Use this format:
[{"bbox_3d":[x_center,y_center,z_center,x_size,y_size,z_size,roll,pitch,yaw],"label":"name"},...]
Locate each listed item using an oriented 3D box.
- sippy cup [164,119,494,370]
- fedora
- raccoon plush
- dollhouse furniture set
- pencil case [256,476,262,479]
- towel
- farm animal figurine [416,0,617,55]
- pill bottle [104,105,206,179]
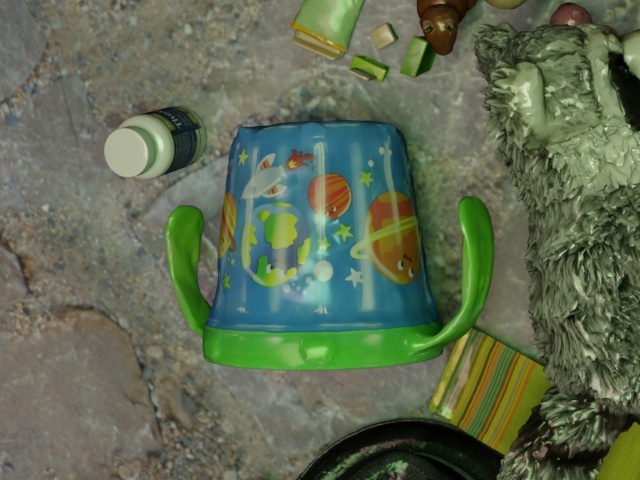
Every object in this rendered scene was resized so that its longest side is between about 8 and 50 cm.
[{"bbox_3d":[0.000,0.000,1.193,0.305,0.240,0.224,-2,91,-4],"label":"sippy cup"},{"bbox_3d":[0.060,0.320,1.192,0.334,0.152,0.334,-7,67,15],"label":"fedora"},{"bbox_3d":[0.185,0.036,1.025,0.299,0.216,0.446,28,93,-15],"label":"raccoon plush"},{"bbox_3d":[0.036,-0.201,1.210,0.151,0.058,0.076,26,109,14],"label":"dollhouse furniture set"},{"bbox_3d":[-0.034,0.332,1.354,0.151,0.064,0.070,43,129,6],"label":"pencil case"},{"bbox_3d":[0.214,0.176,1.203,0.237,0.021,0.102,28,108,34],"label":"towel"},{"bbox_3d":[0.218,-0.269,1.063,0.330,0.172,0.327,12,106,18],"label":"farm animal figurine"},{"bbox_3d":[-0.171,-0.099,1.278,0.067,0.120,0.067,5,104,19],"label":"pill bottle"}]
